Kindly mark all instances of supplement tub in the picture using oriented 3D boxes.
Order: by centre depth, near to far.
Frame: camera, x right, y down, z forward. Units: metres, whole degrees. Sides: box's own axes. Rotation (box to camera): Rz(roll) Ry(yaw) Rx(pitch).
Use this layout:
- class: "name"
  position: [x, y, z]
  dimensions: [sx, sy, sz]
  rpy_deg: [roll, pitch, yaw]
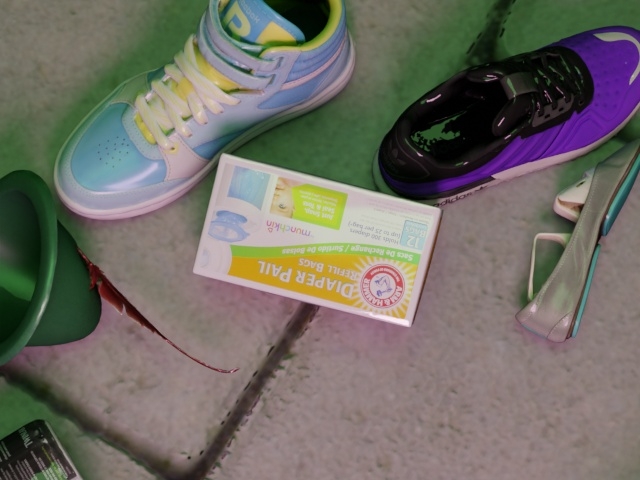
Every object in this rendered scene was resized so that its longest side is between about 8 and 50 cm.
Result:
- class: "supplement tub"
  position: [-0.290, 0.247, 1.559]
  dimensions: [0.190, 0.117, 0.117]
  rpy_deg: [-31, 75, -9]

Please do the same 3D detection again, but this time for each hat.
- class: "hat"
  position: [-0.212, 0.052, 1.662]
  dimensions: [0.183, 0.173, 0.208]
  rpy_deg: [14, 51, -36]

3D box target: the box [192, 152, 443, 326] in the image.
- class: "box"
  position: [0.000, 0.000, 1.634]
  dimensions: [0.203, 0.103, 0.114]
  rpy_deg: [13, 91, 3]

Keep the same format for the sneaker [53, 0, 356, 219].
- class: "sneaker"
  position: [-0.111, -0.148, 1.639]
  dimensions: [0.319, 0.208, 0.127]
  rpy_deg: [-34, 77, -10]

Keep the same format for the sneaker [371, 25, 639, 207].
- class: "sneaker"
  position: [0.187, -0.124, 1.668]
  dimensions: [0.293, 0.146, 0.102]
  rpy_deg: [-27, 74, -8]

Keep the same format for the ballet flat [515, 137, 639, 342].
- class: "ballet flat"
  position: [0.237, -0.010, 1.673]
  dimensions: [0.068, 0.072, 0.213]
  rpy_deg: [21, 74, 10]
